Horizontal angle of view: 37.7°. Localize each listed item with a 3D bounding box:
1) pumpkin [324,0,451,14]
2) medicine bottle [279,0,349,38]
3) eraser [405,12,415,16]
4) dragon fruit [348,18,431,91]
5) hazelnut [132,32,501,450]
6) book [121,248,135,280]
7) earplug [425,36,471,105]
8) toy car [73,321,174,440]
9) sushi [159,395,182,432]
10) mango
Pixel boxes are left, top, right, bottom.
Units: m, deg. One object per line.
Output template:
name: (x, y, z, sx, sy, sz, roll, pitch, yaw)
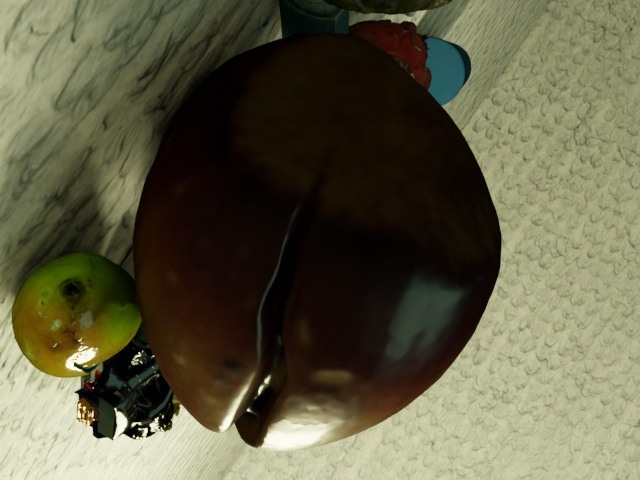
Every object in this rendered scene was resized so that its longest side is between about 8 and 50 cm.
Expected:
pumpkin: (0.111, -0.342, 0.950, 0.281, 0.190, 0.139, -25, 135, -17)
medicine bottle: (-0.012, -0.241, 1.134, 0.124, 0.079, 0.258, -55, 169, -18)
eraser: (0.100, -0.387, 1.220, 0.078, 0.076, 0.298, -58, 170, 0)
dragon fruit: (0.071, -0.223, 1.330, 0.172, 0.172, 0.209, 105, 7, -59)
hazelnut: (0.000, 0.000, 0.991, 0.429, 0.402, 0.402, -98, -157, -44)
book: (-0.205, 0.010, 1.174, 0.181, 0.014, 0.127, -56, 170, -5)
earplug: (0.240, -0.343, 1.882, 0.132, 0.132, 0.273, -61, 173, 19)
toy car: (-0.199, 0.123, 1.201, 0.301, 0.118, 0.193, -45, 160, -40)
sushi: (-0.201, 0.173, 1.404, 0.212, 0.115, 0.147, -38, 159, -58)
mango: (-0.242, 0.075, 0.947, 0.125, 0.111, 0.233, -33, 179, -9)
